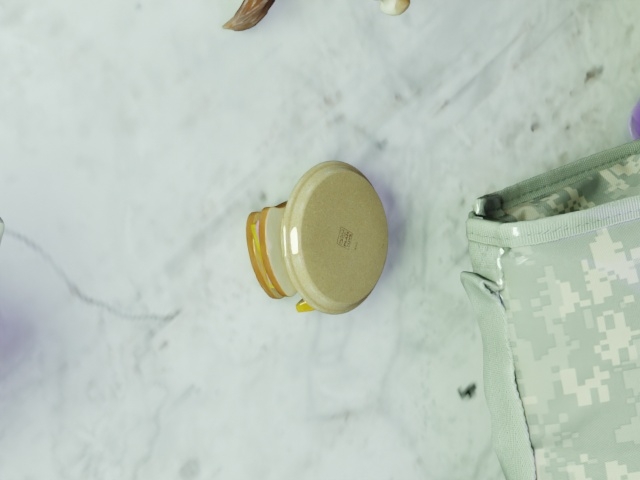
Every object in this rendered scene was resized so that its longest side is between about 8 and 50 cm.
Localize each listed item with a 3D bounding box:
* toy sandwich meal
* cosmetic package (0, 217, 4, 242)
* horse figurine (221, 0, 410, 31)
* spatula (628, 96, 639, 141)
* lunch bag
[{"bbox_3d":[0.000,0.000,0.873,0.085,0.029,0.086,1,89,-47],"label":"toy sandwich meal"},{"bbox_3d":[-0.269,0.011,0.534,0.296,0.153,0.129,21,77,-41],"label":"cosmetic package"},{"bbox_3d":[0.016,-0.226,0.851,0.174,0.066,0.263,52,56,-39],"label":"horse figurine"},{"bbox_3d":[0.288,0.004,1.143,0.296,0.030,0.084,54,56,-31],"label":"spatula"},{"bbox_3d":[0.210,0.064,0.972,0.287,0.169,0.235,-16,103,-24],"label":"lunch bag"}]
